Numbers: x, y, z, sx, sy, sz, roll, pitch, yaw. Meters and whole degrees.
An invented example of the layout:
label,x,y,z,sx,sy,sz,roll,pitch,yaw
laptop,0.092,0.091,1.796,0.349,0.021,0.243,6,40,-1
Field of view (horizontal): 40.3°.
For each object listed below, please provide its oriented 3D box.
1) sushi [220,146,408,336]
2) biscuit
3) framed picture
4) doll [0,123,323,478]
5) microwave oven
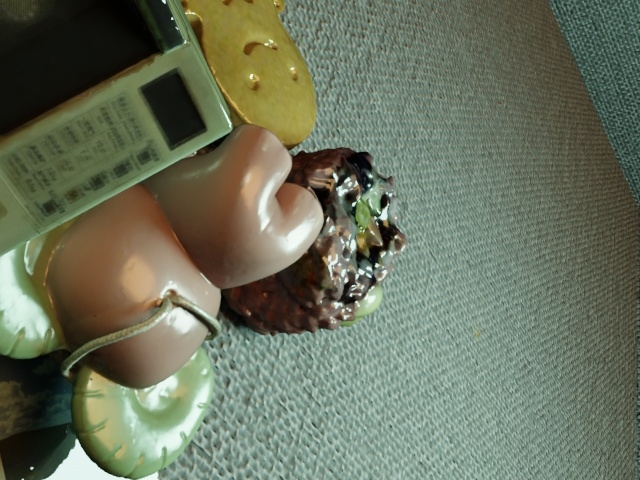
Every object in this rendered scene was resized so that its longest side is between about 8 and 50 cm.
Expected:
label,x,y,z,sx,sy,sz,roll,pitch,yaw
sushi,0.000,0.000,1.079,0.270,0.171,0.236,-31,105,-62
biscuit,-0.111,-0.273,1.060,0.275,0.052,0.355,-22,86,-57
framed picture,-0.241,0.125,0.795,0.189,0.023,0.260,-9,86,-57
doll,-0.152,0.037,0.749,0.284,0.216,0.268,56,45,-29
microwave oven,-0.260,-0.226,0.540,0.394,0.247,0.333,65,-2,-37
